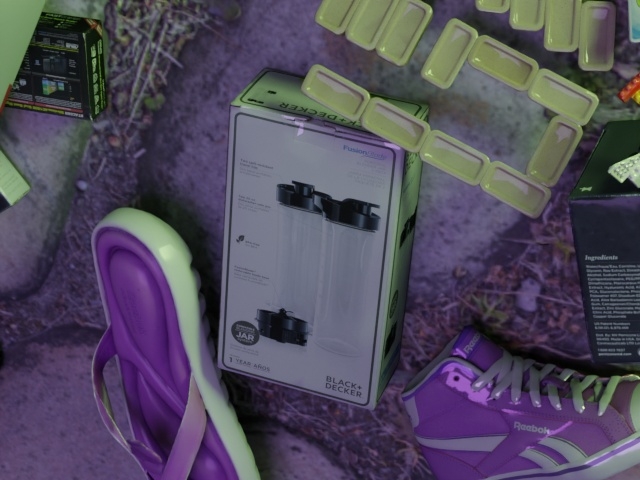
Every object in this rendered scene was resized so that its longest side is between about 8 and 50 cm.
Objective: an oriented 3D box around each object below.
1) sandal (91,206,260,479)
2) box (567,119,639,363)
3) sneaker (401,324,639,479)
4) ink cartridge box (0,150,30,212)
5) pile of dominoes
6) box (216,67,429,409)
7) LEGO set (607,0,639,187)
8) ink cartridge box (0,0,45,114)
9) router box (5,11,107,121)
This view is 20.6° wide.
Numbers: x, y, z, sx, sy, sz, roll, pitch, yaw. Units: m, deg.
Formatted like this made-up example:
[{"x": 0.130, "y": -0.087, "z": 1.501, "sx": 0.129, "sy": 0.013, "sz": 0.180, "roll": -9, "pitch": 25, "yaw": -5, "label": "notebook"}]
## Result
[{"x": -0.170, "y": 0.163, "z": 1.769, "sx": 0.169, "sy": 0.102, "sz": 0.416, "roll": 12, "pitch": 125, "yaw": 43, "label": "sandal"}, {"x": 0.277, "y": -0.001, "z": 1.481, "sx": 0.093, "sy": 0.156, "sz": 0.158, "roll": -2, "pitch": 117, "yaw": 23, "label": "box"}, {"x": 0.199, "y": 0.144, "z": 1.633, "sx": 0.282, "sy": 0.102, "sz": 0.161, "roll": -19, "pitch": 106, "yaw": 30, "label": "sneaker"}, {"x": -0.432, "y": -0.082, "z": 1.802, "sx": 0.206, "sy": 0.045, "sz": 0.208, "roll": -30, "pitch": 102, "yaw": 33, "label": "ink cartridge box"}, {"x": 0.122, "y": -0.162, "z": 1.508, "sx": 0.251, "sy": 0.040, "sz": 0.196, "roll": 29, "pitch": 97, "yaw": 5, "label": "pile of dominoes"}, {"x": 0.000, "y": 0.000, "z": 1.641, "sx": 0.169, "sy": 0.087, "sz": 0.290, "roll": 13, "pitch": 122, "yaw": 16, "label": "box"}, {"x": 0.318, "y": -0.132, "z": 1.360, "sx": 0.182, "sy": 0.244, "sz": 0.060, "roll": -7, "pitch": 159, "yaw": 26, "label": "LEGO set"}, {"x": -0.479, "y": -0.221, "z": 1.640, "sx": 0.384, "sy": 0.160, "sz": 0.279, "roll": 34, "pitch": 122, "yaw": 10, "label": "ink cartridge box"}, {"x": -0.266, "y": -0.170, "z": 1.686, "sx": 0.122, "sy": 0.038, "sz": 0.092, "roll": 11, "pitch": 121, "yaw": 18, "label": "router box"}]
